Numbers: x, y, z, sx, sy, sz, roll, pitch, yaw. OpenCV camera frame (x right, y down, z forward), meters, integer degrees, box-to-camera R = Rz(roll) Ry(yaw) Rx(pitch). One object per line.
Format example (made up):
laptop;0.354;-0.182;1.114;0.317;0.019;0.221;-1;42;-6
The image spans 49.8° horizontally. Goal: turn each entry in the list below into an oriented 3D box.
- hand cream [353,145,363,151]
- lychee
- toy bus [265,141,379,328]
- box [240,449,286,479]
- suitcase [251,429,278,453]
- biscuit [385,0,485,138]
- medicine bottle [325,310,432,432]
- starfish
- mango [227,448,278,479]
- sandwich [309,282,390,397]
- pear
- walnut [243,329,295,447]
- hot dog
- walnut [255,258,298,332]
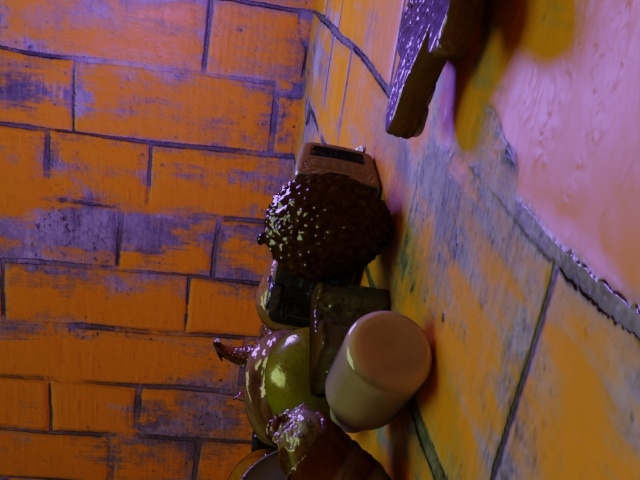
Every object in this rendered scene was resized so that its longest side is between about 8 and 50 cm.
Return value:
hand cream;0.044;-0.146;1.561;0.248;0.083;0.133;-161;77;-70
lychee;0.001;-0.022;1.142;0.200;0.239;0.200;24;-117;-61
toy bus;0.000;0.000;1.380;0.201;0.177;0.365;-89;12;-56
box;-0.025;0.437;1.003;0.226;0.226;0.149;-93;12;-48
suitcase;-0.109;0.540;1.886;0.229;0.152;0.334;-91;8;-49
biscuit;0.163;-0.296;0.760;0.432;0.064;0.282;114;169;-63
medicine bottle;0.066;0.196;0.939;0.252;0.114;0.114;107;167;-56
starfish;-0.135;0.274;1.841;0.312;0.304;0.113;-96;-11;-46
mango;-0.079;0.600;1.364;0.263;0.221;0.377;104;157;-63
sandwich;0.041;0.128;1.121;0.235;0.122;0.128;-95;16;-49
pear;-0.013;0.249;1.218;0.198;0.198;0.198;-174;90;-82
walnut;-0.066;0.319;1.487;0.225;0.225;0.260;108;162;-58
hot dog;0.012;0.313;0.944;0.103;0.213;0.146;-49;-4;-5
walnut;-0.055;0.123;1.629;0.195;0.196;0.221;109;173;-61
